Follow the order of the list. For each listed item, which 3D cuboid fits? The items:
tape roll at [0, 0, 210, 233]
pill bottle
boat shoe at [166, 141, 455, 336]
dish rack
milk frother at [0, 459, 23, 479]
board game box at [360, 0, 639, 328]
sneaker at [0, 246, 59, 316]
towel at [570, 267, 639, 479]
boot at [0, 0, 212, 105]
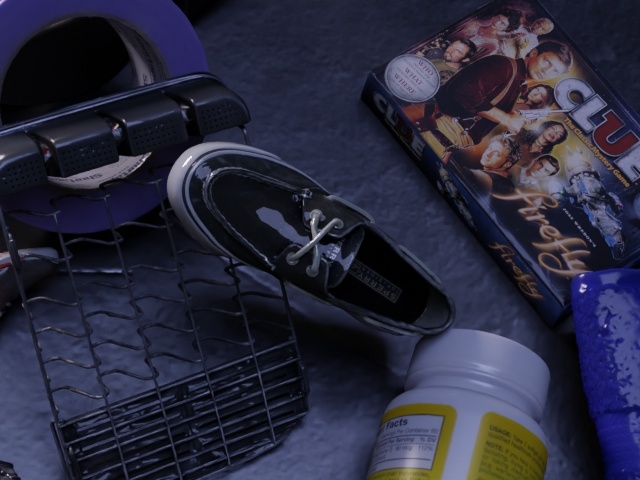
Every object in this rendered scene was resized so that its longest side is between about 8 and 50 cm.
[{"bbox_3d":[-0.179,-0.104,1.181,0.189,0.080,0.189,-8,108,-24],"label":"tape roll"},{"bbox_3d":[0.089,0.173,1.129,0.119,0.119,0.208,18,62,-1],"label":"pill bottle"},{"bbox_3d":[0.000,0.000,1.114,0.219,0.070,0.078,28,85,-25],"label":"boat shoe"},{"bbox_3d":[-0.118,0.036,1.145,0.208,0.074,0.272,-18,104,-20],"label":"dish rack"},{"bbox_3d":[-0.171,0.222,1.047,0.143,0.129,0.135,17,61,-14],"label":"milk frother"},{"bbox_3d":[0.170,-0.072,1.307,0.165,0.042,0.243,-32,73,-22],"label":"board game box"},{"bbox_3d":[-0.253,0.054,1.174,0.158,0.061,0.065,-25,97,-19],"label":"sneaker"},{"bbox_3d":[0.306,0.164,1.189,0.227,0.076,0.308,-4,71,-7],"label":"towel"},{"bbox_3d":[-0.212,-0.242,1.312,0.263,0.091,0.229,-34,67,-24],"label":"boot"}]
